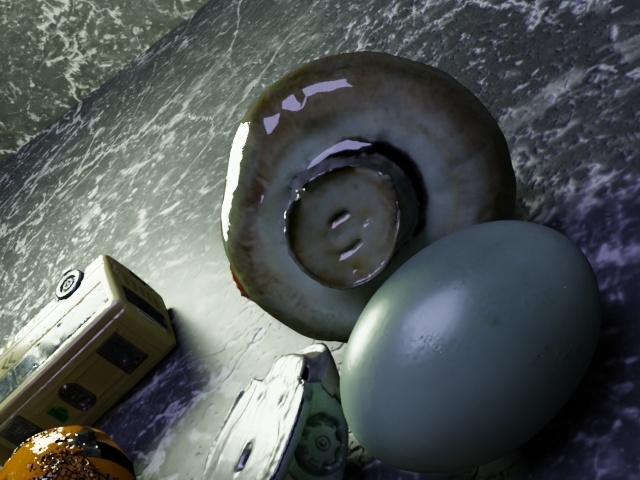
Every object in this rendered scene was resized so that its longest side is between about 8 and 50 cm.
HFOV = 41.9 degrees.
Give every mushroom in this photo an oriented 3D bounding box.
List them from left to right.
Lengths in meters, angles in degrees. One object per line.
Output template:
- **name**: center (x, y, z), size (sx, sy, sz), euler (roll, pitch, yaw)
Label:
- **mushroom**: center (0.047, -0.047, 0.967), size (0.352, 0.352, 0.260), euler (-38, 2, 14)

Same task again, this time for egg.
- **egg**: center (0.144, 0.102, 0.806), size (0.282, 0.203, 0.203), euler (-41, 30, -4)

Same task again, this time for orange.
- **orange**: center (-0.358, 0.369, 1.152), size (0.234, 0.182, 0.235), euler (-25, 50, 34)

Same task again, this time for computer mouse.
- **computer mouse**: center (-0.061, 0.296, 0.923), size (0.199, 0.114, 0.389), euler (-18, 45, 65)

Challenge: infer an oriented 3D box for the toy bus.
- **toy bus**: center (-0.429, 0.214, 1.410), size (0.365, 0.177, 0.202), euler (-44, 37, 3)

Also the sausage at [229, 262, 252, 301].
- **sausage**: center (0.000, 0.000, 1.203), size (0.330, 0.102, 0.102), euler (-24, 37, 34)
